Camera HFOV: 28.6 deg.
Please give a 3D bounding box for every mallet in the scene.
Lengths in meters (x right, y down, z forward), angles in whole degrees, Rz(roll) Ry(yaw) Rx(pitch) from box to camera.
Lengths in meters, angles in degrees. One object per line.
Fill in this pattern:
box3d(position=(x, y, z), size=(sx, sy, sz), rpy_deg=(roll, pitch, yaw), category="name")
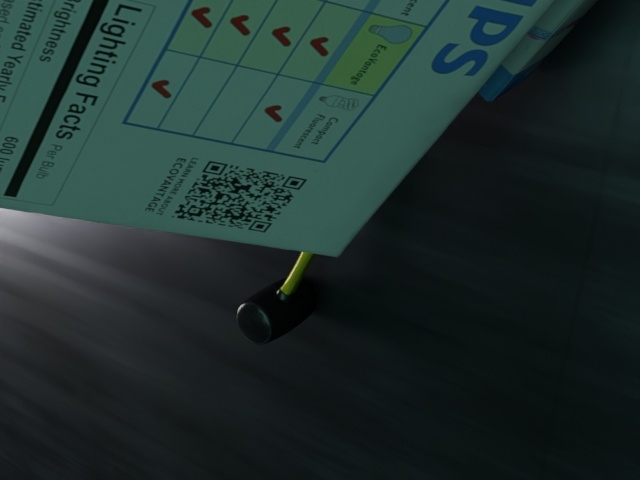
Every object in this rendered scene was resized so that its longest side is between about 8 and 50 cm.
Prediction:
box3d(position=(0.000, 0.000, 0.935), size=(0.039, 0.062, 0.190), rpy_deg=(42, 121, 16), category="mallet")

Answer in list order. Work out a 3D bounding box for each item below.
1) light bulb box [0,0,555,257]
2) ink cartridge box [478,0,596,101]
box3d(position=(-0.087, -0.192, 0.616), size=(0.358, 0.361, 0.225), rpy_deg=(-51, 39, 47), category="light bulb box")
box3d(position=(0.113, -0.154, 0.714), size=(0.088, 0.052, 0.122), rpy_deg=(50, 139, 8), category="ink cartridge box")
